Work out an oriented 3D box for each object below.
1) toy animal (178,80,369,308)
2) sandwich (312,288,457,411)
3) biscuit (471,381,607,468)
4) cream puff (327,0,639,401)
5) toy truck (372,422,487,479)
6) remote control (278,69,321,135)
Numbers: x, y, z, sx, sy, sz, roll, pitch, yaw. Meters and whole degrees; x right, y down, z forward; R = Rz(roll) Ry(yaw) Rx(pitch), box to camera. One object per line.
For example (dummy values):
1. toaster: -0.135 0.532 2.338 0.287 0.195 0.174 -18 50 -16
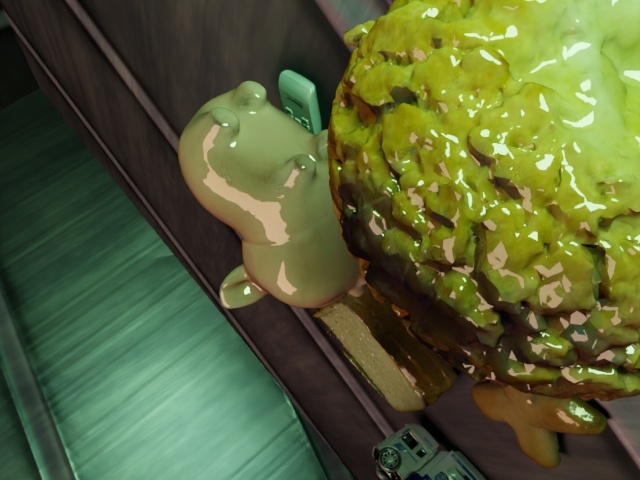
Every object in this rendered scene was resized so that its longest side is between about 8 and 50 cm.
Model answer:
1. toy animal: -0.053 -0.047 0.853 0.326 0.237 0.269 42 151 9
2. sandwich: 0.108 0.181 1.107 0.251 0.087 0.226 48 162 6
3. biscuit: 0.283 0.226 0.853 0.164 0.047 0.208 42 158 25
4. cream puff: 0.133 -0.039 0.458 0.327 0.231 0.343 32 152 53
5. toy truck: 0.237 0.494 1.271 0.268 0.155 0.124 46 160 24
6. remote control: -0.020 -0.166 0.881 0.061 0.029 0.162 39 161 26
